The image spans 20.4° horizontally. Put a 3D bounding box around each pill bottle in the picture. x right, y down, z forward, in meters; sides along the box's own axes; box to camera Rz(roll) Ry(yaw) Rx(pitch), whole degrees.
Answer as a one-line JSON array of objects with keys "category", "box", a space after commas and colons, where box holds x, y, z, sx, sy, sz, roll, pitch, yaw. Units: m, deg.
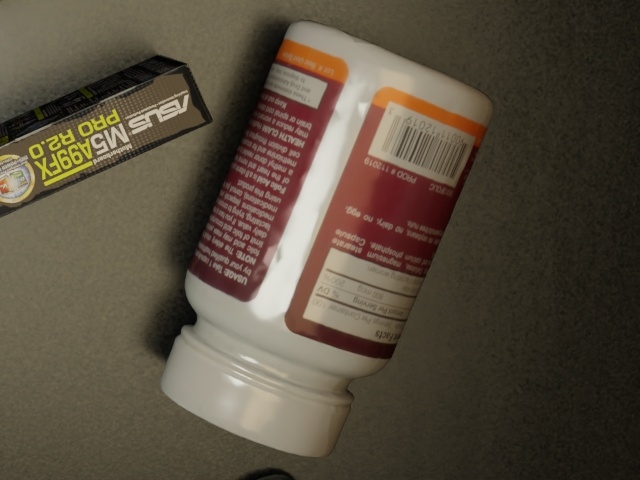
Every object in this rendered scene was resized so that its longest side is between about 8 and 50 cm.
[{"category": "pill bottle", "box": [0.000, 0.000, 1.763, 0.224, 0.224, 0.392, 22, 94, -14]}]

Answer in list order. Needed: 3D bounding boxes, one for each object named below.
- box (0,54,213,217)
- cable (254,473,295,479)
[{"category": "box", "box": [-0.225, -0.103, 1.679, 0.216, 0.270, 0.060, -25, 101, -7]}, {"category": "cable", "box": [-0.150, 0.330, 1.862, 0.287, 0.072, 0.139, -7, 105, -10]}]
